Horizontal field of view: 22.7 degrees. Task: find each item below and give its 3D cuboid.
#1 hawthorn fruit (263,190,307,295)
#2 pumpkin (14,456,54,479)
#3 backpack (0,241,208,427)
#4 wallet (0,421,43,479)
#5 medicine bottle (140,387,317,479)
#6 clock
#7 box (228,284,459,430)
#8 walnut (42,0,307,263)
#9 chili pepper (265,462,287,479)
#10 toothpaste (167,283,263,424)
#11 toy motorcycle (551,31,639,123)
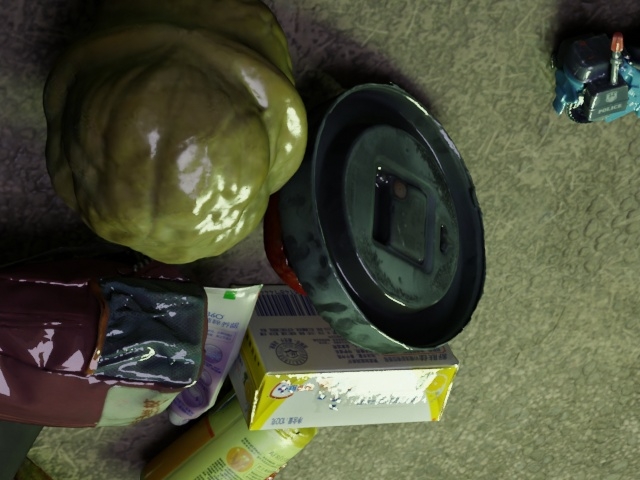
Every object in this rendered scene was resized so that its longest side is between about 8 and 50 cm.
[{"bbox_3d":[0.000,0.000,1.855,0.148,0.172,0.148,6,136,6],"label":"hawthorn fruit"},{"bbox_3d":[-0.333,0.422,2.107,0.290,0.095,0.258,22,113,-38],"label":"pumpkin"},{"bbox_3d":[-0.301,0.111,1.798,0.317,0.197,0.283,4,160,-13],"label":"backpack"},{"bbox_3d":[-0.490,0.307,1.969,0.197,0.051,0.377,21,116,-24],"label":"wallet"},{"bbox_3d":[-0.115,0.270,2.062,0.239,0.124,0.124,-42,131,12],"label":"medicine bottle"},{"bbox_3d":[0.073,-0.024,1.793,0.061,0.312,0.312,-17,143,39],"label":"clock"},{"bbox_3d":[0.019,0.141,1.982,0.265,0.168,0.097,-2,130,-23],"label":"box"},{"bbox_3d":[-0.148,-0.123,1.613,0.282,0.253,0.277,-49,168,-32],"label":"walnut"},{"bbox_3d":[-0.085,0.321,2.163,0.050,0.059,0.268,32,120,7],"label":"chili pepper"},{"bbox_3d":[-0.142,0.140,1.939,0.075,0.048,0.301,20,140,-5],"label":"toothpaste"},{"bbox_3d":[0.406,-0.222,1.881,0.272,0.123,0.182,-16,142,-11],"label":"toy motorcycle"}]
